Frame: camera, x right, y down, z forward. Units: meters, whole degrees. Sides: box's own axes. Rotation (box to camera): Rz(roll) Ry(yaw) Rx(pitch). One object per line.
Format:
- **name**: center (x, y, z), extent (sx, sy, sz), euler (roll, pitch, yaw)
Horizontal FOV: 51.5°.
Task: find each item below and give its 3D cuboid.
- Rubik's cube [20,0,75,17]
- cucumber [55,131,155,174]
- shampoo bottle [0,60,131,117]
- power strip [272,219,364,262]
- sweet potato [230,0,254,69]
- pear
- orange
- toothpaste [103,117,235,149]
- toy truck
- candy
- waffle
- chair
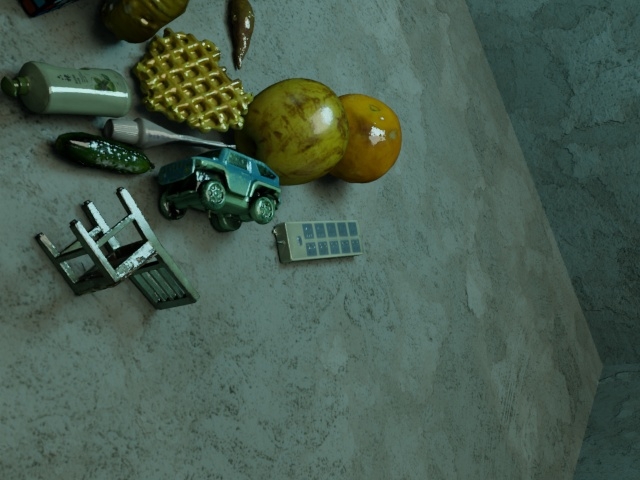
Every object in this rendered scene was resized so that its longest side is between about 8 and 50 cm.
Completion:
- **Rubik's cube**: center (-0.496, -0.561, 1.259), extent (0.182, 0.187, 0.184), euler (60, 42, -20)
- **cucumber**: center (-0.422, -0.169, 1.324), extent (0.227, 0.069, 0.069), euler (11, 70, -55)
- **shampoo bottle**: center (-0.483, -0.284, 1.248), extent (0.118, 0.087, 0.234), euler (44, 30, 24)
- **power strip**: center (0.000, 0.000, 1.820), extent (0.367, 0.043, 0.106), euler (-4, 81, -52)
- **sweet potato**: center (-0.202, -0.555, 1.730), extent (0.068, 0.068, 0.226), euler (12, 70, -50)
- **pear**: center (-0.070, -0.262, 1.635), extent (0.280, 0.280, 0.281), euler (21, 63, -47)
- **orange**: center (0.102, -0.288, 1.872), extent (0.261, 0.261, 0.261), euler (21, 63, -47)
- **toothpaste**: center (-0.328, -0.219, 1.431), extent (0.282, 0.069, 0.099), euler (5, 32, -44)
- **toy truck**: center (-0.221, -0.113, 1.481), extent (0.278, 0.154, 0.156), euler (17, 69, -49)
- **candy**: center (-0.351, -0.529, 1.377), extent (0.118, 0.259, 0.260), euler (37, 52, -35)
- **waffle**: center (-0.281, -0.361, 1.500), extent (0.291, 0.051, 0.291), euler (12, 61, -22)
- **chair**: center (-0.376, 0.055, 1.246), extent (0.271, 0.136, 0.147), euler (61, 41, -20)
